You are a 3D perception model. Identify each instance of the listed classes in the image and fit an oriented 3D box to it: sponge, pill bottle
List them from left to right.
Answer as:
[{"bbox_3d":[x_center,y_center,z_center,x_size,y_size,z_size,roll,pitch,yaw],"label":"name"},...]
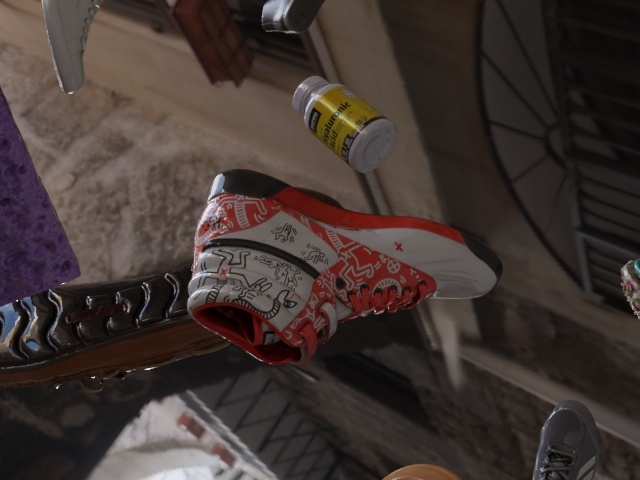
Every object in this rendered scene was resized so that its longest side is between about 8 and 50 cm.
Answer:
[{"bbox_3d":[-0.266,-0.046,0.661,0.117,0.031,0.210,-20,-65,-7],"label":"sponge"},{"bbox_3d":[0.023,-0.130,1.003,0.065,0.116,0.065,-30,-36,-25],"label":"pill bottle"}]

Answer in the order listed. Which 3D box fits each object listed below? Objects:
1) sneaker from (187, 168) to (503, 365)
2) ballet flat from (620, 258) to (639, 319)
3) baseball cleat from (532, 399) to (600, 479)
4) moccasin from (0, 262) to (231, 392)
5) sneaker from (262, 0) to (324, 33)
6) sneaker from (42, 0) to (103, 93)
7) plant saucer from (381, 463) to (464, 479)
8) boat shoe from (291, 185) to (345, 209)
[{"bbox_3d":[0.021,0.046,0.779,0.090,0.270,0.145,123,161,-57],"label":"sneaker"},{"bbox_3d":[0.367,0.093,0.874,0.240,0.091,0.077,22,-57,-18],"label":"ballet flat"},{"bbox_3d":[0.274,0.291,1.064,0.109,0.072,0.206,-12,-70,-68],"label":"baseball cleat"},{"bbox_3d":[-0.284,0.125,1.225,0.379,0.139,0.147,-16,-39,-4],"label":"moccasin"},{"bbox_3d":[-0.036,-0.517,1.885,0.083,0.118,0.222,46,-110,-35],"label":"sneaker"},{"bbox_3d":[-0.385,-0.382,1.482,0.123,0.106,0.290,-7,-93,-16],"label":"sneaker"},{"bbox_3d":[0.104,0.359,1.084,0.037,0.200,0.200,31,-95,-39],"label":"plant saucer"},{"bbox_3d":[0.000,0.000,1.323,0.302,0.098,0.109,23,-100,-48],"label":"boat shoe"}]
